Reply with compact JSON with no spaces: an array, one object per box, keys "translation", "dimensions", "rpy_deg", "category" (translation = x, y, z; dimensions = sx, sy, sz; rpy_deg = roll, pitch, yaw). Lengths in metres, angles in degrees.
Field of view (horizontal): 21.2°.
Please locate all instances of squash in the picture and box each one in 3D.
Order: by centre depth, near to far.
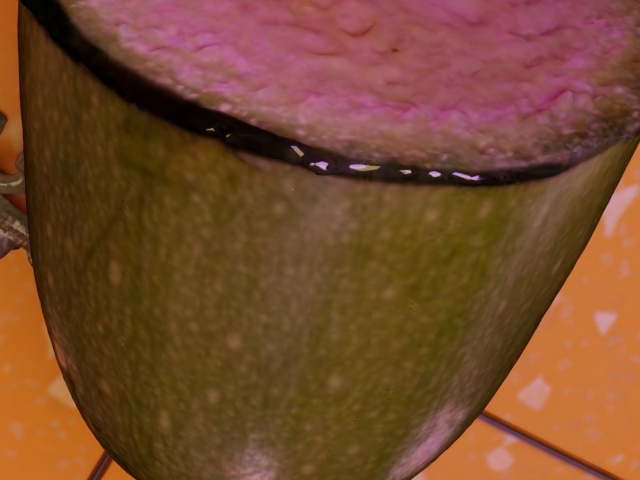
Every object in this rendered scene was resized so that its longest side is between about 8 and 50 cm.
[{"translation":[-0.005,-0.007,0.861],"dimensions":[0.310,0.310,0.309],"rpy_deg":[3,129,-9],"category":"squash"}]

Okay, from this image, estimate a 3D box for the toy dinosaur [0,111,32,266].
[{"translation":[-0.187,-0.028,0.922],"dimensions":[0.209,0.039,0.082],"rpy_deg":[44,104,-10],"category":"toy dinosaur"}]
